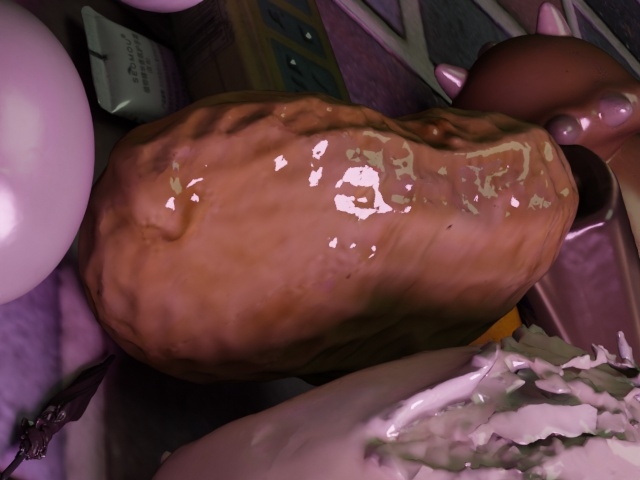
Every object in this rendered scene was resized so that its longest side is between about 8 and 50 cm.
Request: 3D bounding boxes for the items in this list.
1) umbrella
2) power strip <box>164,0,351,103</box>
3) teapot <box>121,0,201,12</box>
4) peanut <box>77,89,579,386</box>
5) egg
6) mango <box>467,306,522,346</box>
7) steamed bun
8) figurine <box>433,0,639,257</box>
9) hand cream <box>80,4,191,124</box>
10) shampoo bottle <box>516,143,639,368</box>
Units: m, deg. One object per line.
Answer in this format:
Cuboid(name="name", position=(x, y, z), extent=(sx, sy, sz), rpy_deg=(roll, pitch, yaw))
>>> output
Cuboid(name="umbrella", position=(-0.113, 0.075, 0.707), extent=(0.122, 0.013, 0.022), rpy_deg=(-63, 134, -61))
Cuboid(name="power strip", position=(-0.056, -0.175, 0.940), extent=(0.092, 0.066, 0.387), rpy_deg=(22, 38, -45))
Cuboid(name="teapot", position=(-0.120, -0.240, 0.825), extent=(0.204, 0.139, 0.298), rpy_deg=(-5, 67, -55))
Cuboid(name="peanut", position=(0.000, 0.000, 0.757), extent=(0.233, 0.197, 0.110), rpy_deg=(3, 58, -41))
Cuboid(name="egg", position=(-0.142, -0.038, 0.653), extent=(0.103, 0.103, 0.135), rpy_deg=(26, 46, -52))
Cuboid(name="mango", position=(0.081, 0.052, 1.008), extent=(0.163, 0.089, 0.111), rpy_deg=(56, 21, -32))
Cuboid(name="steamed bun", position=(0.090, 0.195, 0.722), extent=(0.334, 0.233, 0.312), rpy_deg=(-9, 73, -62))
Cuboid(name="figurine", position=(0.178, -0.042, 1.174), extent=(0.173, 0.177, 0.247), rpy_deg=(51, 29, -67))
Cuboid(name="hand cream", position=(-0.062, -0.072, 0.918), extent=(0.194, 0.042, 0.067), rpy_deg=(21, 52, -48))
Cuboid(name="shampoo bottle", position=(0.195, 0.106, 1.091), extent=(0.125, 0.084, 0.350), rpy_deg=(-103, 172, -60))
